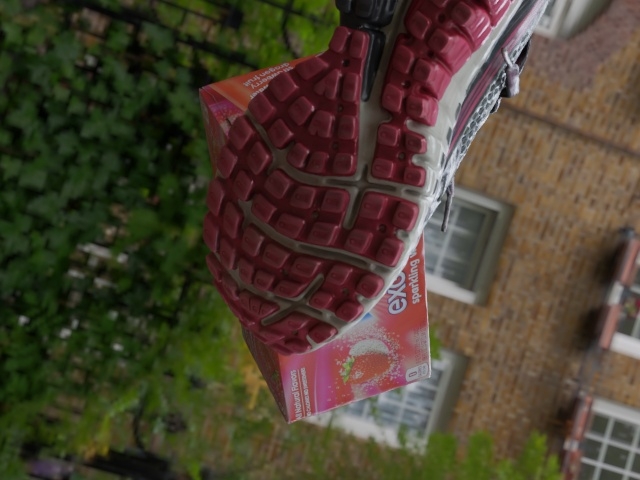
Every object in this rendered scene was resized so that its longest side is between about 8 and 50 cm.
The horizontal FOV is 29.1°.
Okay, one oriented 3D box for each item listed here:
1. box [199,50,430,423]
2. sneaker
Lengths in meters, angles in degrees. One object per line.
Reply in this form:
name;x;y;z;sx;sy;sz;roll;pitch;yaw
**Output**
box;0.000;0.000;0.937;0.123;0.128;0.257;-121;-161;-47
sneaker;0.046;-0.069;0.644;0.299;0.121;0.112;-59;155;14
